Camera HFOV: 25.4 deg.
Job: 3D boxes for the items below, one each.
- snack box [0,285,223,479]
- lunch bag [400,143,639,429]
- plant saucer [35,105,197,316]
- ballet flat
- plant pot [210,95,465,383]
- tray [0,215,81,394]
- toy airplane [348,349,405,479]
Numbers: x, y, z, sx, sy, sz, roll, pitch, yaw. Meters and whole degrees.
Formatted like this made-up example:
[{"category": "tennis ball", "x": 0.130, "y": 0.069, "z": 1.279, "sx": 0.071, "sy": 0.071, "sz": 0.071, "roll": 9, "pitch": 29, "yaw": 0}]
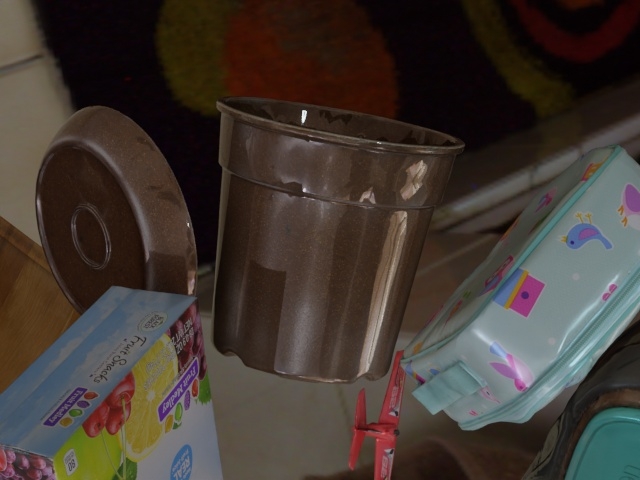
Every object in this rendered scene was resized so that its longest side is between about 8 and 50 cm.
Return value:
[{"category": "snack box", "x": -0.126, "y": 0.159, "z": 0.858, "sx": 0.174, "sy": 0.070, "sz": 0.207, "roll": -51, "pitch": 143, "yaw": -53}, {"category": "lunch bag", "x": 0.174, "y": 0.052, "z": 1.149, "sx": 0.108, "sy": 0.279, "sz": 0.224, "roll": 40, "pitch": 77, "yaw": 2}, {"category": "plant saucer", "x": -0.145, "y": -0.005, "z": 0.952, "sx": 0.029, "sy": 0.168, "sz": 0.168, "roll": -21, "pitch": 103, "yaw": -39}, {"category": "ballet flat", "x": 0.135, "y": 0.137, "z": 0.689, "sx": 0.095, "sy": 0.280, "sz": 0.096, "roll": 25, "pitch": 45, "yaw": 5}, {"category": "plant pot", "x": 0.000, "y": 0.000, "z": 0.947, "sx": 0.167, "sy": 0.167, "sz": 0.165, "roll": 3, "pitch": 102, "yaw": -35}, {"category": "tray", "x": -0.333, "y": 0.150, "z": 1.019, "sx": 0.203, "sy": 0.076, "sz": 0.411, "roll": 41, "pitch": 54, "yaw": -27}, {"category": "toy airplane", "x": 0.050, "y": 0.169, "z": 1.244, "sx": 0.151, "sy": 0.028, "sz": 0.151, "roll": 7, "pitch": 90, "yaw": -77}]
